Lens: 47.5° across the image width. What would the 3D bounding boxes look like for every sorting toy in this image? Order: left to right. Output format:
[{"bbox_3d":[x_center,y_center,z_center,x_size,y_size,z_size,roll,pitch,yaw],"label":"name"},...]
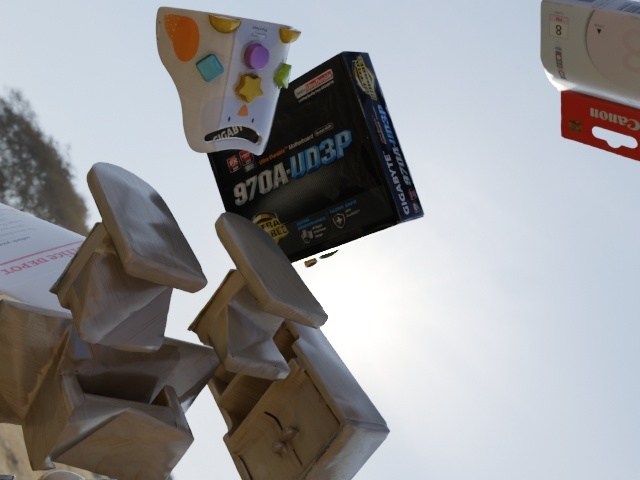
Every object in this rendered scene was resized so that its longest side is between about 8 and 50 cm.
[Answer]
[{"bbox_3d":[-0.047,-0.085,0.405,0.045,0.083,0.075,24,-68,46],"label":"sorting toy"}]

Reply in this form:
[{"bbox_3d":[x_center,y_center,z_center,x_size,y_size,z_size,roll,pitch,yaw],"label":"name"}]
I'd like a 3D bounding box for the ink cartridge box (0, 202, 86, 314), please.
[{"bbox_3d":[-0.361,0.046,0.765,0.354,0.207,0.119,20,-75,13],"label":"ink cartridge box"}]

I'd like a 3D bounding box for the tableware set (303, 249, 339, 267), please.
[{"bbox_3d":[0.000,0.000,1.072,0.024,0.104,0.154,62,-23,21],"label":"tableware set"}]

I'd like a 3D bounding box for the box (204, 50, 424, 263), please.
[{"bbox_3d":[-0.016,-0.071,0.763,0.220,0.051,0.175,-20,-93,40],"label":"box"}]

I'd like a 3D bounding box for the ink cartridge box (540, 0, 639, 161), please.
[{"bbox_3d":[0.387,-0.207,0.980,0.189,0.066,0.232,31,-39,44],"label":"ink cartridge box"}]

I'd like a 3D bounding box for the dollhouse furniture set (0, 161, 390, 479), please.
[{"bbox_3d":[-0.159,0.130,0.734,0.394,0.362,0.256,23,20,-42],"label":"dollhouse furniture set"}]
